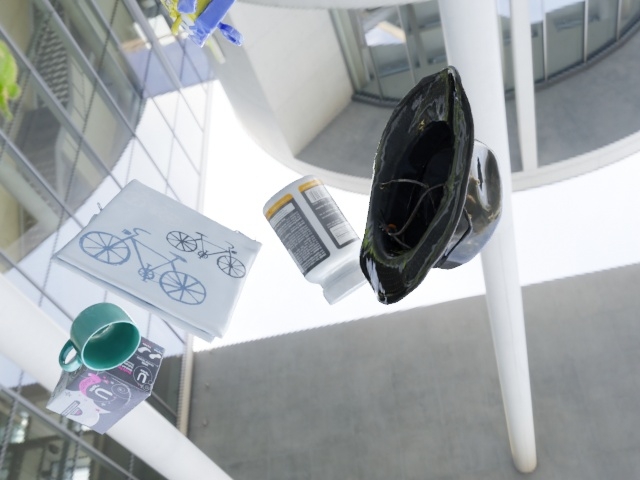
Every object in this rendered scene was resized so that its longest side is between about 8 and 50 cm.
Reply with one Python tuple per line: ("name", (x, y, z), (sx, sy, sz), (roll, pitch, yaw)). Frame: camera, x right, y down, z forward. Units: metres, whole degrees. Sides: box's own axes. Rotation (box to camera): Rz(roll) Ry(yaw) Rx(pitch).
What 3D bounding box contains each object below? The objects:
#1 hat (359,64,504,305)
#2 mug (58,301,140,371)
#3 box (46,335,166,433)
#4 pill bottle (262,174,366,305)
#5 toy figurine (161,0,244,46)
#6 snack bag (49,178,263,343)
("hat", (0.171, -0.062, 0.924), (0.134, 0.331, 0.331), (14, -130, -15))
("mug", (-0.473, 0.197, 1.430), (0.158, 0.129, 0.097), (-4, -147, -43))
("box", (-0.513, 0.329, 1.613), (0.247, 0.163, 0.142), (-40, -153, 33))
("pill bottle", (0.000, 0.000, 1.564), (0.162, 0.162, 0.278), (-32, -98, -7))
("toy figurine", (-0.168, -0.378, 0.954), (0.191, 0.217, 0.362), (-48, -164, -12))
("snack bag", (-0.291, 0.022, 1.296), (0.323, 0.037, 0.342), (27, -150, -7))
